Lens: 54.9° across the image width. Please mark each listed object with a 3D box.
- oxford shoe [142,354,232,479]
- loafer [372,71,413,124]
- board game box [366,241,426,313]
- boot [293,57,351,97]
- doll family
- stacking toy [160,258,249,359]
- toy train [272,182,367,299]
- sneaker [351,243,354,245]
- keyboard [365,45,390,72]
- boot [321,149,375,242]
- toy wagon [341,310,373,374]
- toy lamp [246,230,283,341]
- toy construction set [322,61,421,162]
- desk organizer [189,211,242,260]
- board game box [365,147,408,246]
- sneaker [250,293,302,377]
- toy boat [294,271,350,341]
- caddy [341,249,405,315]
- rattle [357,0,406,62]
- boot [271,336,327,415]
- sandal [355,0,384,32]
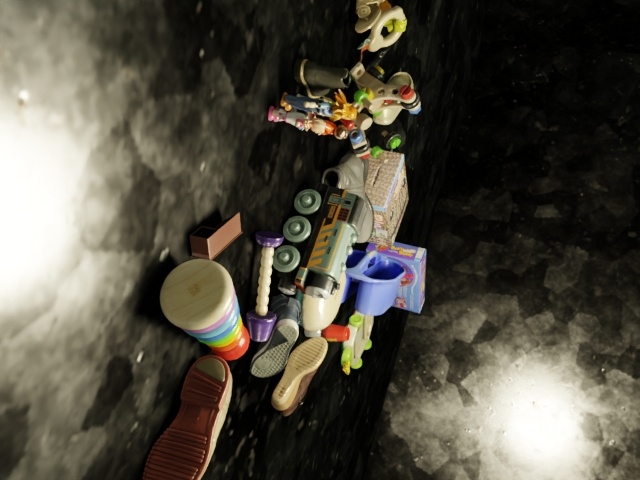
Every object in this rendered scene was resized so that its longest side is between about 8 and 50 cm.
[{"bbox_3d":[-0.267,0.428,1.315,0.130,0.123,0.348,78,32,-61],"label":"oxford shoe"},{"bbox_3d":[0.267,-0.525,2.206,0.092,0.102,0.268,87,25,-53],"label":"loafer"},{"bbox_3d":[0.323,0.152,2.614,0.347,0.233,0.078,82,29,-47],"label":"board game box"},{"bbox_3d":[0.027,-0.398,1.560,0.198,0.137,0.076,-6,108,-71],"label":"boot"},{"bbox_3d":[-0.001,-0.316,1.484,0.263,0.163,0.118,-14,119,-69],"label":"doll family"},{"bbox_3d":[-0.214,0.166,1.286,0.330,0.141,0.141,75,34,-62],"label":"stacking toy"},{"bbox_3d":[0.000,0.000,1.668,0.142,0.190,0.334,62,45,-62],"label":"toy train"},{"bbox_3d":[0.120,-0.011,2.236,0.031,0.035,0.083,76,33,-54],"label":"sneaker"},{"bbox_3d":[0.180,-0.582,1.995,0.108,0.023,0.180,-50,-174,45],"label":"keyboard"},{"bbox_3d":[0.073,-0.105,1.960,0.222,0.118,0.338,-48,135,-49],"label":"boot"},{"bbox_3d":[0.147,0.405,2.542,0.344,0.068,0.267,-54,150,-47],"label":"toy wagon"},{"bbox_3d":[-0.139,0.117,1.528,0.080,0.080,0.274,-27,129,-66],"label":"toy lamp"},{"bbox_3d":[0.111,-0.401,1.794,0.309,0.237,0.257,-3,137,-53],"label":"toy construction set"},{"bbox_3d":[-0.215,-0.013,1.274,0.130,0.047,0.050,-50,145,-53],"label":"desk organizer"},{"bbox_3d":[0.216,-0.153,2.249,0.291,0.141,0.232,68,39,-59],"label":"board game box"},{"bbox_3d":[-0.119,0.250,1.658,0.226,0.086,0.163,-57,-160,30],"label":"sneaker"},{"bbox_3d":[-0.006,0.204,1.901,0.267,0.148,0.318,-65,151,-43],"label":"toy boat"},{"bbox_3d":[0.152,0.119,2.109,0.341,0.241,0.179,-22,129,-68],"label":"caddy"},{"bbox_3d":[0.159,-0.665,1.928,0.200,0.142,0.130,-40,168,5],"label":"rattle"},{"bbox_3d":[-0.062,0.421,1.905,0.248,0.090,0.207,-50,160,-18],"label":"boot"},{"bbox_3d":[0.131,-0.692,1.792,0.079,0.088,0.240,50,40,-28],"label":"sandal"}]
